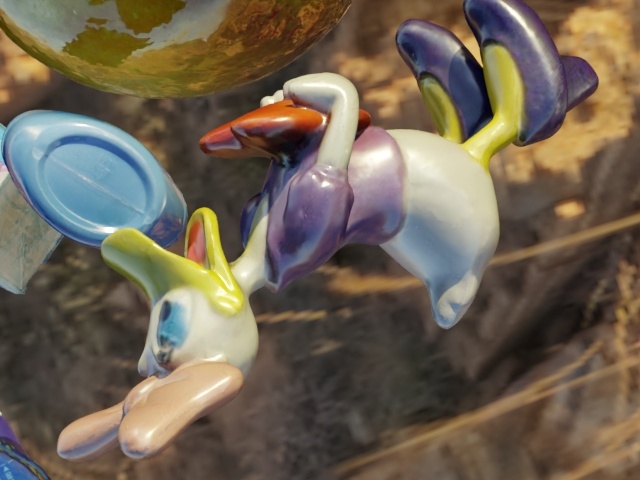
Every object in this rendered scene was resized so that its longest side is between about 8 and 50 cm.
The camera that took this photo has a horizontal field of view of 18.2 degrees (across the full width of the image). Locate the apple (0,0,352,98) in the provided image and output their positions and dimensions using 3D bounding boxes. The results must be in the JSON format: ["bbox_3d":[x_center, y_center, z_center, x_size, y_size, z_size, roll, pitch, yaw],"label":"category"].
[{"bbox_3d":[-0.137,-0.314,1.740,0.374,0.374,0.384,-10,75,44],"label":"apple"}]

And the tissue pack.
[{"bbox_3d":[-0.412,-0.084,2.124,0.263,0.198,0.146,32,82,19],"label":"tissue pack"}]

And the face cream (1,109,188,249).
[{"bbox_3d":[-0.169,-0.045,1.485,0.149,0.264,0.083,33,89,-9],"label":"face cream"}]

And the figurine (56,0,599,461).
[{"bbox_3d":[0.001,-0.006,1.297,0.193,0.421,0.154,63,154,-5],"label":"figurine"}]

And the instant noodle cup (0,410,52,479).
[{"bbox_3d":[-0.368,0.239,1.795,0.312,0.284,0.284,-128,39,-68],"label":"instant noodle cup"}]
